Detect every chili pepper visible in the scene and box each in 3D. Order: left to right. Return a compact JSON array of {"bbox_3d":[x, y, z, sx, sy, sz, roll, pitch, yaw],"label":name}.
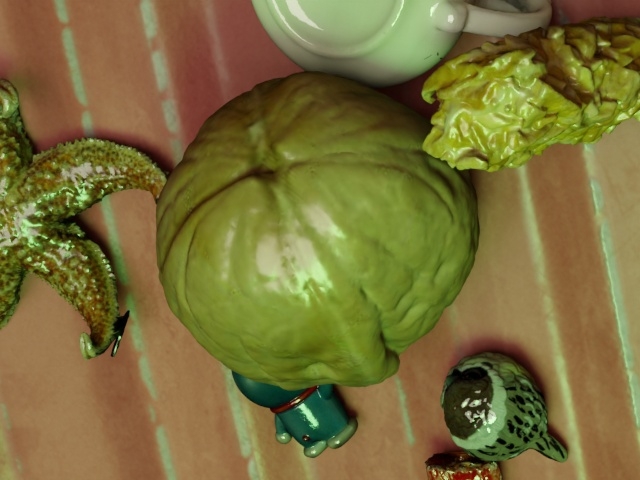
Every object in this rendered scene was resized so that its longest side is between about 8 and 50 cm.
[{"bbox_3d":[0.137,0.261,1.788,0.070,0.073,0.123,18,114,61],"label":"chili pepper"}]

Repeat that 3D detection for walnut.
[{"bbox_3d":[-0.001,-0.002,1.646,0.252,0.313,0.277,39,86,27],"label":"walnut"}]

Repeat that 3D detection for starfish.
[{"bbox_3d":[-0.300,0.000,1.863,0.303,0.113,0.312,42,112,7],"label":"starfish"}]

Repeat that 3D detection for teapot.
[{"bbox_3d":[0.056,-0.230,1.650,0.300,0.166,0.208,21,104,7],"label":"teapot"}]

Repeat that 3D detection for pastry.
[{"bbox_3d":[0.190,-0.123,1.580,0.154,0.250,0.102,-33,78,39],"label":"pastry"}]

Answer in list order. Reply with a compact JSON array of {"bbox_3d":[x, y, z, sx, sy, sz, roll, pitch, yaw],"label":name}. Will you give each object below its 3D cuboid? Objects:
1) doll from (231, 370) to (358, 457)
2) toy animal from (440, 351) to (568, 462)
[{"bbox_3d":[-0.029,0.136,1.812,0.114,0.085,0.152,-30,103,36],"label":"doll"},{"bbox_3d":[0.168,0.167,1.735,0.137,0.098,0.098,44,115,4],"label":"toy animal"}]
